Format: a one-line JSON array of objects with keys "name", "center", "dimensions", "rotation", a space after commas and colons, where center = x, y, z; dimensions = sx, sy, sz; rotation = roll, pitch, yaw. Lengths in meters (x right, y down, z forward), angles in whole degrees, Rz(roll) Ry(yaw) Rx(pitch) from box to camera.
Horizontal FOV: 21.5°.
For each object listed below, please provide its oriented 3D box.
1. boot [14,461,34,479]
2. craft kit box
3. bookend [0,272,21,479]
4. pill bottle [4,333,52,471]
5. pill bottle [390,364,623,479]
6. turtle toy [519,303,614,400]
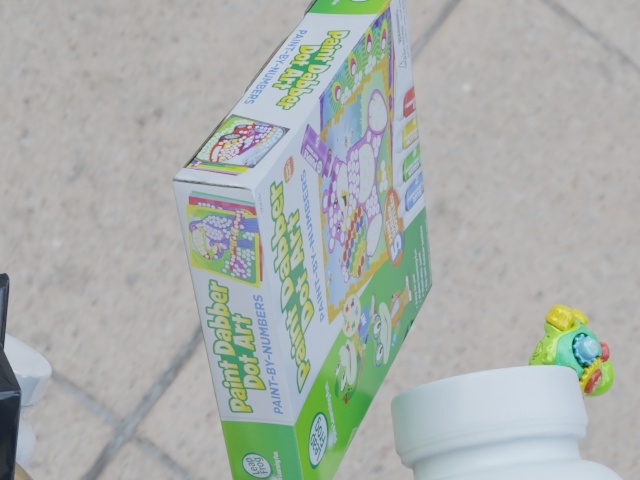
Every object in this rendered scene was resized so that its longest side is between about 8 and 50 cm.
[{"name": "boot", "center": [-0.114, 0.218, 0.667], "dimensions": [0.295, 0.104, 0.211], "rotation": [42, 29, 3]}, {"name": "craft kit box", "center": [0.000, 0.000, 1.046], "dimensions": [0.061, 0.250, 0.246], "rotation": [9, 39, 23]}, {"name": "bookend", "center": [-0.166, 0.085, 0.573], "dimensions": [0.157, 0.072, 0.156], "rotation": [-5, 32, -26]}, {"name": "pill bottle", "center": [-0.296, 0.178, 1.303], "dimensions": [0.124, 0.221, 0.124], "rotation": [25, 9, -4]}, {"name": "pill bottle", "center": [0.128, 0.238, 1.066], "dimensions": [0.169, 0.169, 0.301], "rotation": [-1, 73, -29]}, {"name": "turtle toy", "center": [0.228, 0.114, 1.540], "dimensions": [0.066, 0.095, 0.130], "rotation": [32, 7, 24]}]
